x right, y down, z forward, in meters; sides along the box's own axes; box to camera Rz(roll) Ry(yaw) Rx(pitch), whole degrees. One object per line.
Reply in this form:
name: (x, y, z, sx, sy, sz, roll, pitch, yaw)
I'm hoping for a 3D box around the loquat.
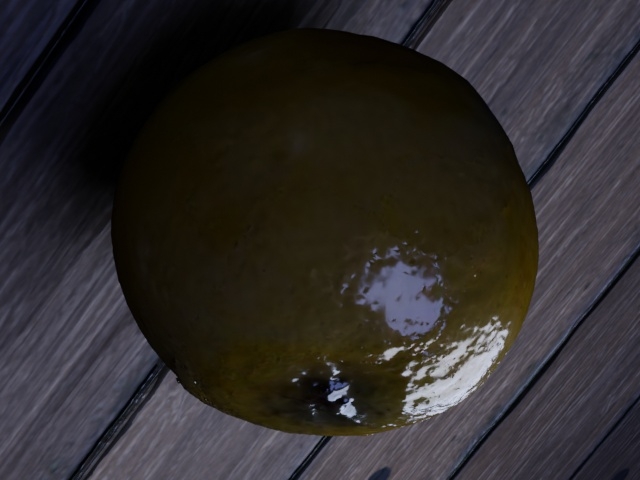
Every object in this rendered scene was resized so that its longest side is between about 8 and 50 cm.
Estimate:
loquat: (0.000, 0.000, 0.983, 0.263, 0.263, 0.263, -30, 146, -23)
